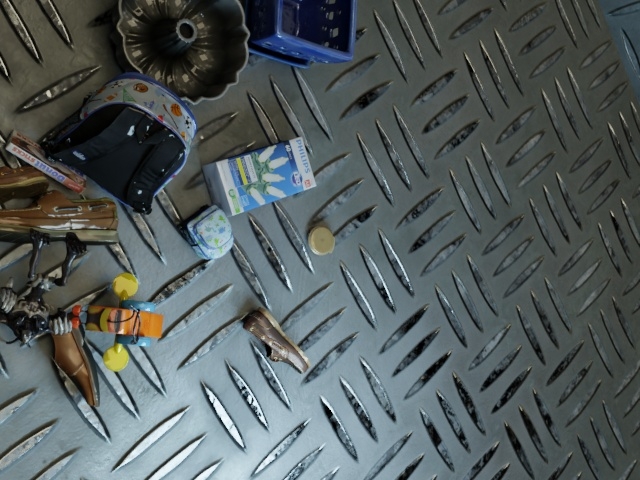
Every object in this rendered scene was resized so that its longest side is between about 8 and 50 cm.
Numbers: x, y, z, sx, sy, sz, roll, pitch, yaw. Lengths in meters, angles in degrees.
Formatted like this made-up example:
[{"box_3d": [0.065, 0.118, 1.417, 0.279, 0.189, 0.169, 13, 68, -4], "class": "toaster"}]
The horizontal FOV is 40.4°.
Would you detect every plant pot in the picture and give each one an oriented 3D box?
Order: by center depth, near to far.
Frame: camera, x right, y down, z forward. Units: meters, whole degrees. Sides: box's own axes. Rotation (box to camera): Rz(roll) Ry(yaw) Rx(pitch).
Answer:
[{"box_3d": [-0.063, -0.554, 2.114, 0.236, 0.212, 0.236, 8, 83, -35], "class": "plant pot"}]

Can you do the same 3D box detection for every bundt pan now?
[{"box_3d": [-0.329, -0.462, 1.969, 0.330, 0.124, 0.331, 2, 86, -35], "class": "bundt pan"}]

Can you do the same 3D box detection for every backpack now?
[{"box_3d": [-0.391, -0.222, 1.825, 0.276, 0.263, 0.213, 34, 50, -31], "class": "backpack"}, {"box_3d": [-0.256, -0.014, 2.022, 0.105, 0.084, 0.114, -39, 112, -29], "class": "backpack"}]

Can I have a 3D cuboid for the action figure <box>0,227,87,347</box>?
[{"box_3d": [-0.559, 0.116, 1.702, 0.164, 0.141, 0.276, 18, 109, -17], "class": "action figure"}]

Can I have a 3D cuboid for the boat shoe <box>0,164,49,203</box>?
[{"box_3d": [-0.646, -0.116, 1.764, 0.178, 0.064, 0.060, -14, 65, -37], "class": "boat shoe"}]

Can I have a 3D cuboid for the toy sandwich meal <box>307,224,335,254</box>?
[{"box_3d": [0.000, 0.000, 2.243, 0.085, 0.029, 0.086, 2, 87, -31], "class": "toy sandwich meal"}]

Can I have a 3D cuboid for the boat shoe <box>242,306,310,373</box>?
[{"box_3d": [-0.110, 0.258, 2.124, 0.207, 0.073, 0.073, 49, 63, -16], "class": "boat shoe"}]

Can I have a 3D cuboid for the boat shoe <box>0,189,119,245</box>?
[{"box_3d": [-0.564, -0.049, 1.795, 0.307, 0.110, 0.105, 5, 80, -45], "class": "boat shoe"}]

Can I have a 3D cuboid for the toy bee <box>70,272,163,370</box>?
[{"box_3d": [-0.428, 0.156, 1.813, 0.162, 0.298, 0.195, 7, 62, 1], "class": "toy bee"}]

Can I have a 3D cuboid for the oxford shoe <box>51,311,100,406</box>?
[{"box_3d": [-0.519, 0.258, 1.836, 0.076, 0.076, 0.212, -19, 98, -9], "class": "oxford shoe"}]

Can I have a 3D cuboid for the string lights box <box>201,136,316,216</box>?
[{"box_3d": [-0.147, -0.156, 2.113, 0.259, 0.076, 0.133, -22, 99, -35], "class": "string lights box"}]

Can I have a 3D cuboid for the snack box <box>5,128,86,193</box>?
[{"box_3d": [-0.571, -0.163, 1.815, 0.178, 0.064, 0.022, 35, 109, -30], "class": "snack box"}]
